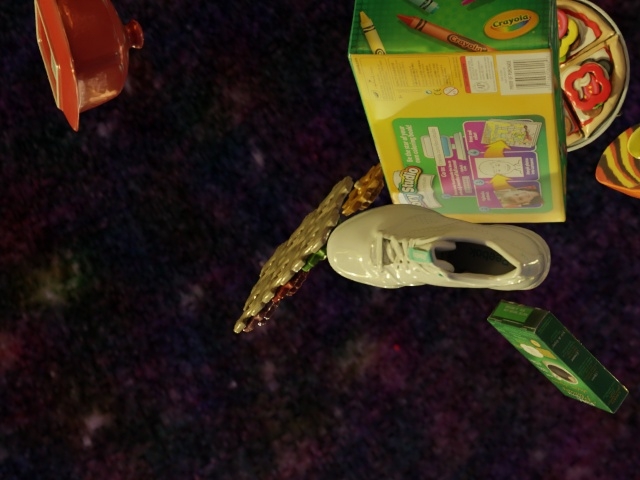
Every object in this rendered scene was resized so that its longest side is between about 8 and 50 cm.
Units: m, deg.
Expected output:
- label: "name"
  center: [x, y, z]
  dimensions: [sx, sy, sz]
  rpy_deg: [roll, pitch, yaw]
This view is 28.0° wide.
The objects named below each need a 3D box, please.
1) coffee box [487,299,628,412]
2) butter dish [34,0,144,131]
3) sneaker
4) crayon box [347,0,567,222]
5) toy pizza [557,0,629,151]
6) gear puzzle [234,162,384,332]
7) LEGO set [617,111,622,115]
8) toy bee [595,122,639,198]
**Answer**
- label: "coffee box"
  center: [0.318, 0.154, 1.718]
  dimensions: [0.184, 0.113, 0.040]
  rpy_deg: [43, 77, -23]
- label: "butter dish"
  center: [-0.269, -0.235, 1.525]
  dimensions: [0.118, 0.160, 0.160]
  rpy_deg: [-14, 160, -16]
- label: "sneaker"
  center: [0.096, 0.009, 1.165]
  dimensions: [0.094, 0.212, 0.080]
  rpy_deg: [-12, 103, -67]
- label: "crayon box"
  center: [0.132, -0.116, 1.148]
  dimensions: [0.165, 0.081, 0.278]
  rpy_deg: [0, 151, 13]
- label: "toy pizza"
  center: [0.293, -0.211, 1.626]
  dimensions: [0.032, 0.201, 0.201]
  rpy_deg: [-6, 132, -55]
- label: "gear puzzle"
  center: [0.000, 0.000, 1.803]
  dimensions: [0.044, 0.175, 0.339]
  rpy_deg: [36, 129, -10]
- label: "LEGO set"
  center: [0.390, -0.206, 1.760]
  dimensions: [0.054, 0.083, 0.023]
  rpy_deg: [25, 150, -23]
- label: "toy bee"
  center: [0.443, -0.076, 1.402]
  dimensions: [0.195, 0.298, 0.162]
  rpy_deg: [13, 108, -53]
